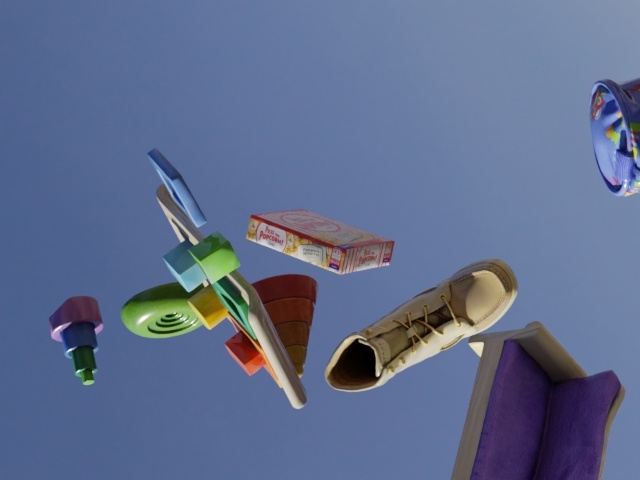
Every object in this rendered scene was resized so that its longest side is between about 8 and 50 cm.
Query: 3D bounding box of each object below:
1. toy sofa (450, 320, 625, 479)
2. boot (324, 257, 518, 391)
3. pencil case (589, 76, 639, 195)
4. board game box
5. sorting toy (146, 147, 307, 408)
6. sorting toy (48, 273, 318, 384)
[{"bbox_3d":[0.268,0.296,1.951,0.150,0.177,0.362,44,-129,-35],"label":"toy sofa"},{"bbox_3d":[0.142,0.124,2.106,0.203,0.262,0.095,-23,-97,-52],"label":"boot"},{"bbox_3d":[0.431,-0.122,1.502,0.133,0.306,0.119,-100,2,-52],"label":"pencil case"},{"bbox_3d":[0.000,0.000,2.410,0.193,0.045,0.147,20,-164,31],"label":"board game box"},{"bbox_3d":[-0.094,0.061,1.421,0.196,0.047,0.348,49,169,38],"label":"sorting toy"},{"bbox_3d":[-0.158,0.130,1.886,0.365,0.127,0.126,-3,-117,-26],"label":"sorting toy"}]
